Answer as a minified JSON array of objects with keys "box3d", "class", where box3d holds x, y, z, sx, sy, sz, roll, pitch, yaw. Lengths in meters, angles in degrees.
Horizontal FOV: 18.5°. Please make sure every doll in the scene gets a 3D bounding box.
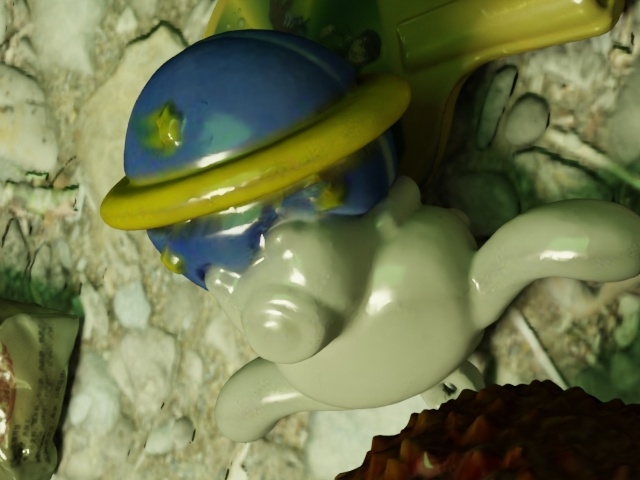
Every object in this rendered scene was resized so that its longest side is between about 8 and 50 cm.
[{"box3d":[0.015,-0.005,1.065,0.311,0.159,0.243,-12,96,32],"class":"doll"}]

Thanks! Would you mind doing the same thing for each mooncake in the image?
[{"box3d":[-0.233,0.100,1.341,0.130,0.073,0.125,9,92,42],"class":"mooncake"}]

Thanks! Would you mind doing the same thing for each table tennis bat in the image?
[{"box3d":[0.042,-0.107,1.161,0.321,0.050,0.198,-16,77,40],"class":"table tennis bat"}]

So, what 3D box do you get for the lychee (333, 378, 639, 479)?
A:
[{"box3d":[0.110,0.202,0.920,0.275,0.304,0.276,12,125,18],"class":"lychee"}]
